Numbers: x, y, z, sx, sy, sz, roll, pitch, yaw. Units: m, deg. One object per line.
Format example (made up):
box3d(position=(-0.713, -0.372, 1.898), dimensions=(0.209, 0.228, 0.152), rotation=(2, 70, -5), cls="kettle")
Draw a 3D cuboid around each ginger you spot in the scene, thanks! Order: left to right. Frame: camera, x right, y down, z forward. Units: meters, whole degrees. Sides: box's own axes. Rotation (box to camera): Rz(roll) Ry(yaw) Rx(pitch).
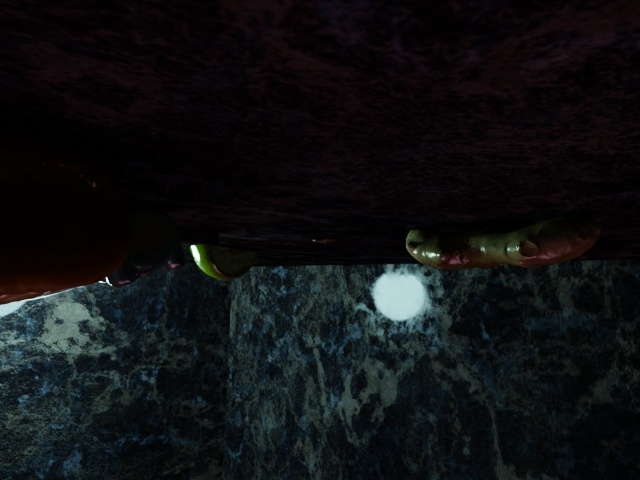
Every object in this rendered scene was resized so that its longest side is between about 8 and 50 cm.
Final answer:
box3d(position=(0.384, 0.018, 1.025), dimensions=(0.349, 0.122, 0.363), rotation=(-7, -177, 4), cls="ginger")

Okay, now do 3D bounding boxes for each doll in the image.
box3d(position=(-0.428, 0.010, 0.960), dimensions=(0.261, 0.161, 0.177), rotation=(-7, -169, 45), cls="doll")

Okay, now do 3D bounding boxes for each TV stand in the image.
box3d(position=(-0.396, -0.018, 1.255), dimensions=(0.049, 0.040, 0.257), rotation=(-2, 173, 37), cls="TV stand")

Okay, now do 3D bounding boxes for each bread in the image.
box3d(position=(-0.338, -0.034, 0.475), dimensions=(0.156, 0.204, 0.288), rotation=(-19, 170, 19), cls="bread")

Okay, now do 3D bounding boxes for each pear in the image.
box3d(position=(-0.446, 0.087, 1.912), dimensions=(0.239, 0.139, 0.288), rotation=(8, 178, 37), cls="pear")

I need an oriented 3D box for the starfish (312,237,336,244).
box3d(position=(0.000, 0.000, 1.456), dimensions=(0.086, 0.016, 0.092), rotation=(10, 173, -42), cls="starfish")
